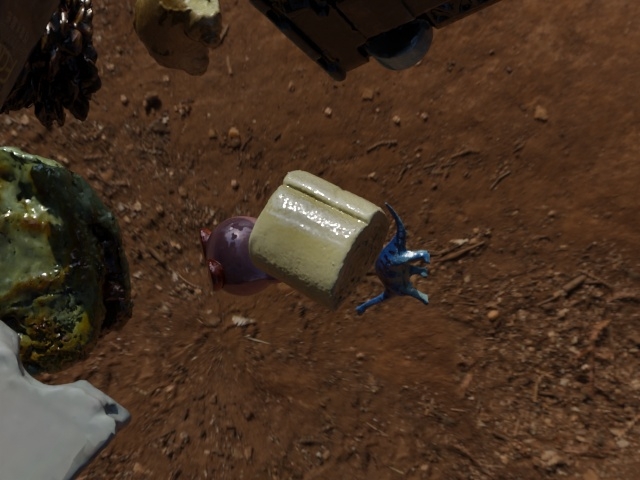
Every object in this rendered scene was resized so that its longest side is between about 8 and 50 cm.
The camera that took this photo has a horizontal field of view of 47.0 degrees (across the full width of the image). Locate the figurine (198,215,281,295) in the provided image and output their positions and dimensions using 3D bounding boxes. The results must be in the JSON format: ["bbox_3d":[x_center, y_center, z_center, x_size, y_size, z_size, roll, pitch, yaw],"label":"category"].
[{"bbox_3d":[-0.154,0.032,1.516,0.173,0.173,0.173,1,82,-7],"label":"figurine"}]

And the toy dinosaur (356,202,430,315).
[{"bbox_3d":[0.171,0.058,1.539,0.145,0.329,0.076,11,44,-1],"label":"toy dinosaur"}]

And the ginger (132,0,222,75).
[{"bbox_3d":[-0.283,-0.451,1.529,0.221,0.275,0.130,30,58,24],"label":"ginger"}]

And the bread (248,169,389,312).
[{"bbox_3d":[0.000,0.000,0.968,0.141,0.134,0.148,28,84,24],"label":"bread"}]

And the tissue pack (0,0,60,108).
[{"bbox_3d":[-0.368,-0.226,0.796,0.073,0.173,0.235,26,83,-4],"label":"tissue pack"}]

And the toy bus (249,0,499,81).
[{"bbox_3d":[0.091,-0.242,0.495,0.275,0.138,0.167,-19,65,26],"label":"toy bus"}]

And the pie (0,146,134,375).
[{"bbox_3d":[-0.527,0.029,1.256,0.395,0.180,0.417,-21,99,24],"label":"pie"}]

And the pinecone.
[{"bbox_3d":[-0.417,-0.272,1.036,0.222,0.221,0.221,1,82,-7],"label":"pinecone"}]

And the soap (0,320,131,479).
[{"bbox_3d":[-0.271,0.089,0.393,0.258,0.302,0.159,38,63,-11],"label":"soap"}]
